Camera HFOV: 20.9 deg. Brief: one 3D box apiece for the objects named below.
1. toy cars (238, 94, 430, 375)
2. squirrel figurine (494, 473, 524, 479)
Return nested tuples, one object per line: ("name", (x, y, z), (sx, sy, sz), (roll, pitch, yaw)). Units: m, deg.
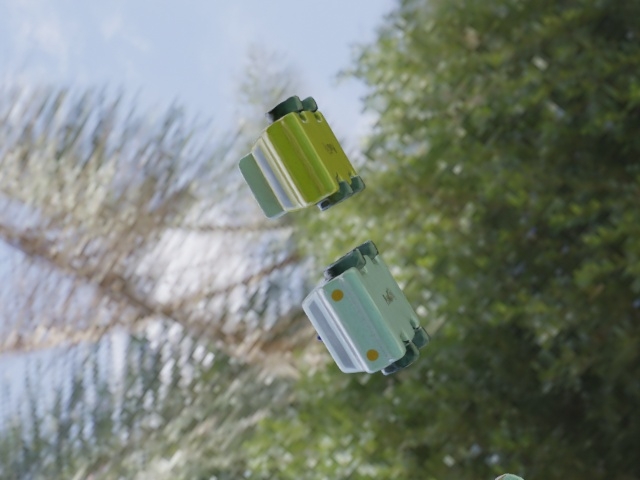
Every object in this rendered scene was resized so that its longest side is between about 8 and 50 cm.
("toy cars", (0.000, 0.000, 1.492), (0.176, 0.087, 0.393), (51, -168, -41))
("squirrel figurine", (0.203, 0.382, 1.467), (0.397, 0.281, 0.370), (13, -157, -28))
